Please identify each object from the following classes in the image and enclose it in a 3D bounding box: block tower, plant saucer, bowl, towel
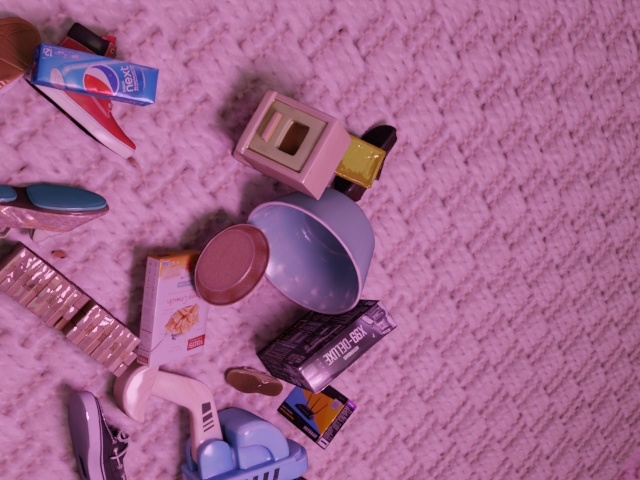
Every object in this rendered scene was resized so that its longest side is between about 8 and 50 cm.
[{"bbox_3d":[-0.506,0.136,1.471,0.091,0.097,0.335,-49,127,-13],"label":"block tower"},{"bbox_3d":[-0.200,0.049,1.616,0.198,0.036,0.199,-24,128,-34],"label":"plant saucer"},{"bbox_3d":[0.000,0.000,1.673,0.163,0.311,0.312,-47,127,-38],"label":"bowl"},{"bbox_3d":[0.033,-0.212,1.721,0.237,0.021,0.102,23,91,-15],"label":"towel"}]

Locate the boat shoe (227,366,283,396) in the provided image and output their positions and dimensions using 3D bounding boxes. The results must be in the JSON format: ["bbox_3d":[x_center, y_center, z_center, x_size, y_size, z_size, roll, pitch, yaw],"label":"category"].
[{"bbox_3d":[-0.164,0.341,1.798,0.153,0.048,0.056,18,106,-30],"label":"boat shoe"}]

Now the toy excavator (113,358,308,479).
[{"bbox_3d":[-0.240,0.462,1.705,0.432,0.222,0.445,-9,95,-31],"label":"toy excavator"}]

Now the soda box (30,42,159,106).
[{"bbox_3d":[-0.406,-0.296,1.328,0.210,0.071,0.067,6,92,-31],"label":"soda box"}]

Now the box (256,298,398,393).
[{"bbox_3d":[0.006,0.233,1.709,0.242,0.307,0.076,-38,101,-20],"label":"box"}]

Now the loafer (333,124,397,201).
[{"bbox_3d":[0.117,-0.188,1.810,0.220,0.080,0.078,-52,135,-4],"label":"loafer"}]

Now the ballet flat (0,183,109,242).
[{"bbox_3d":[-0.564,-0.051,1.384,0.316,0.107,0.106,6,121,-30],"label":"ballet flat"}]

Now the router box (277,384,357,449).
[{"bbox_3d":[-0.011,0.420,1.835,0.133,0.179,0.046,-51,127,-12],"label":"router box"}]

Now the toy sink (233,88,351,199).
[{"bbox_3d":[-0.080,-0.213,1.543,0.153,0.234,0.131,-60,159,-4],"label":"toy sink"}]

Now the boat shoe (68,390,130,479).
[{"bbox_3d":[-0.464,0.444,1.580,0.105,0.113,0.306,-19,117,-35],"label":"boat shoe"}]

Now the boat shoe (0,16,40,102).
[{"bbox_3d":[-0.598,-0.278,1.287,0.098,0.096,0.277,38,61,-20],"label":"boat shoe"}]

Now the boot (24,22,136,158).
[{"bbox_3d":[-0.412,-0.289,1.412,0.176,0.088,0.244,-51,122,-12],"label":"boot"}]

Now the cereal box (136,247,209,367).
[{"bbox_3d":[-0.311,0.142,1.595,0.173,0.047,0.240,-10,111,-57],"label":"cereal box"}]
